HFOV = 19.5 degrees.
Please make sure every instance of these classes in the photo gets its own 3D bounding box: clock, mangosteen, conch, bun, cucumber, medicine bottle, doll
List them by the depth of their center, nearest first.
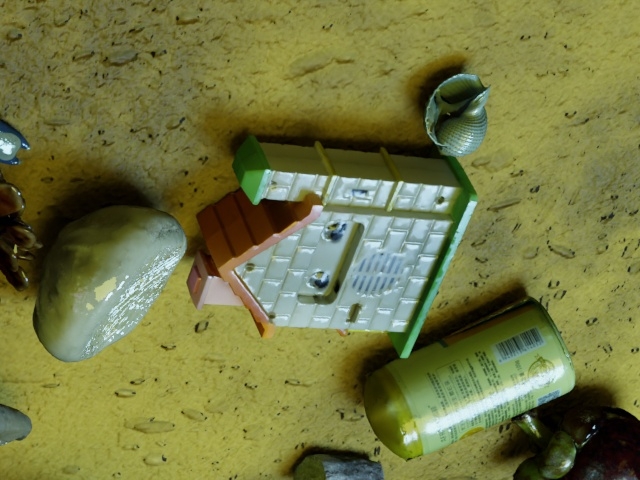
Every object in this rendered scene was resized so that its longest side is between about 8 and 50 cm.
[{"bbox_3d":[-0.315,-0.103,1.703,0.125,0.027,0.037,31,90,-42],"label":"doll"},{"bbox_3d":[-0.218,0.030,1.826,0.183,0.102,0.183,-46,168,-13],"label":"bun"},{"bbox_3d":[0.136,-0.129,1.899,0.076,0.056,0.085,23,87,-22],"label":"conch"},{"bbox_3d":[0.000,0.000,1.920,0.255,0.106,0.220,5,126,-25],"label":"clock"},{"bbox_3d":[0.166,0.164,2.143,0.239,0.124,0.124,-23,136,-6],"label":"medicine bottle"},{"bbox_3d":[0.026,0.289,2.225,0.112,0.064,0.064,12,123,-39],"label":"cucumber"},{"bbox_3d":[0.331,0.283,2.321,0.184,0.172,0.172,0,135,7],"label":"mangosteen"}]

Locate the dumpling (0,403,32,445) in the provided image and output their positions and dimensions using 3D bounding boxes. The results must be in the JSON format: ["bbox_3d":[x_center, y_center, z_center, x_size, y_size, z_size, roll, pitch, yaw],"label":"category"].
[{"bbox_3d":[-0.403,0.169,1.809,0.166,0.086,0.332,7,165,12],"label":"dumpling"}]

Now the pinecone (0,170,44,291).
[{"bbox_3d":[-0.365,0.015,1.683,0.212,0.169,0.185,-46,114,-12],"label":"pinecone"}]
